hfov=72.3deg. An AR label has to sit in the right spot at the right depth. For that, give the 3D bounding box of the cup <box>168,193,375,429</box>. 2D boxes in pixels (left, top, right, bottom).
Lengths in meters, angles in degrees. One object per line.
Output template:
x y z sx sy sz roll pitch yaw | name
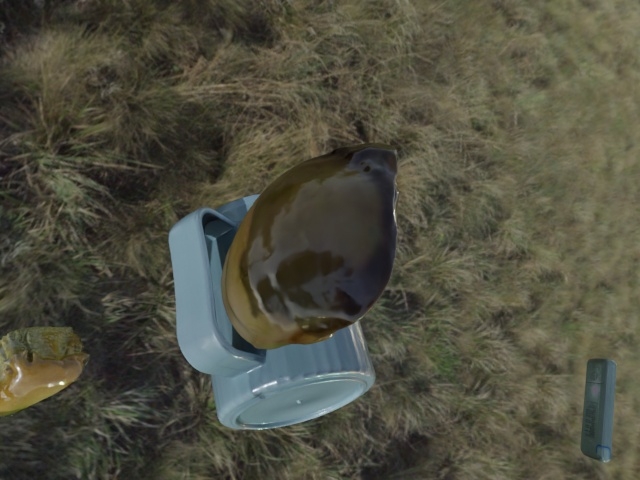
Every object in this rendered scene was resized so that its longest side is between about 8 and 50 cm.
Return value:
-0.068 0.103 0.701 0.257 0.331 0.311 -13 57 -8 | cup

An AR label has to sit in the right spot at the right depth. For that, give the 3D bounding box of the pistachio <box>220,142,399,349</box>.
0.000 0.000 0.386 0.210 0.165 0.130 -57 147 -7 | pistachio

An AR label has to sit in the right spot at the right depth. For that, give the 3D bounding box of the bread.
-0.737 0.305 1.104 0.252 0.133 0.174 -28 55 -23 | bread

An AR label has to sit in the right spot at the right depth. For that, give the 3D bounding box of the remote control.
0.351 0.212 0.556 0.053 0.018 0.124 73 29 -73 | remote control
